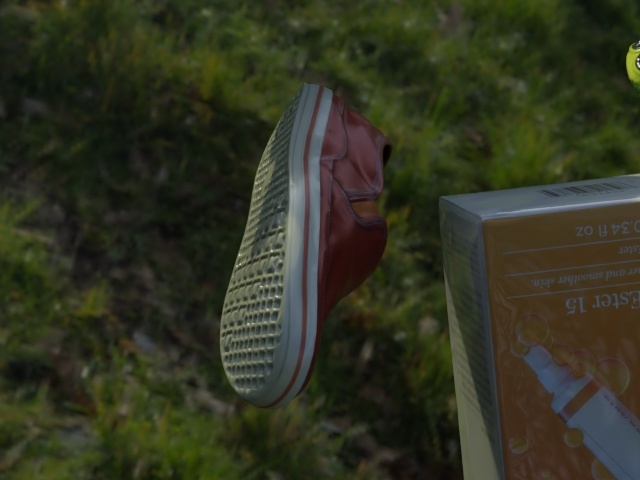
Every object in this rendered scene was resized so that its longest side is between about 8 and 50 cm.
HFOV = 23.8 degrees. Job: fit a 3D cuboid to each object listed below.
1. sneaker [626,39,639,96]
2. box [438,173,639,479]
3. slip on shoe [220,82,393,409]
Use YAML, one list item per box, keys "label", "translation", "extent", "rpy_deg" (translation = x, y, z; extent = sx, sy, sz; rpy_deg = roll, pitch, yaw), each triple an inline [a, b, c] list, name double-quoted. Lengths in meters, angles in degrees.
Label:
- label: "sneaker"
  translation: [0.359, -0.135, 1.349]
  extent: [0.109, 0.123, 0.295]
  rpy_deg: [-11, 0, 30]
- label: "box"
  translation: [0.224, 0.130, 1.183]
  extent: [0.215, 0.345, 0.168]
  rpy_deg: [-7, 8, -5]
- label: "slip on shoe"
  translation: [0.000, 0.000, 1.093]
  extent: [0.101, 0.123, 0.331]
  rpy_deg: [26, 33, -10]
